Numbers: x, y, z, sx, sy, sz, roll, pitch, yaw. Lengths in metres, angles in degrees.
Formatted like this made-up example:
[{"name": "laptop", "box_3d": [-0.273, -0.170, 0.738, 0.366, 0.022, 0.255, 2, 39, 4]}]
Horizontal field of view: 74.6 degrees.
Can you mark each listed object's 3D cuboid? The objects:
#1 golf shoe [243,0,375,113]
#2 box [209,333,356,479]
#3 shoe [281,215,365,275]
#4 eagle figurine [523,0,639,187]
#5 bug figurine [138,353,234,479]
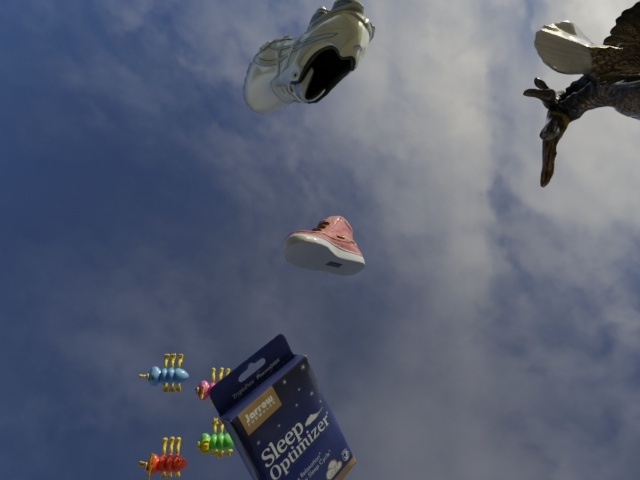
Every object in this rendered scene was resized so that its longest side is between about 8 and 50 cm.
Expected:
[{"name": "golf shoe", "box_3d": [-0.026, -0.172, 0.437, 0.176, 0.069, 0.086, -23, -133, 40]}, {"name": "box", "box_3d": [-0.044, 0.256, 0.565, 0.136, 0.036, 0.225, -33, -77, -39]}, {"name": "shoe", "box_3d": [0.000, 0.000, 0.656, 0.063, 0.178, 0.081, -34, -123, 28]}, {"name": "eagle figurine", "box_3d": [0.452, -0.212, 0.551, 0.225, 0.298, 0.226, -17, -84, -42]}, {"name": "bug figurine", "box_3d": [-0.298, 0.401, 0.950, 0.216, 0.072, 0.279, -1, -96, -13]}]
